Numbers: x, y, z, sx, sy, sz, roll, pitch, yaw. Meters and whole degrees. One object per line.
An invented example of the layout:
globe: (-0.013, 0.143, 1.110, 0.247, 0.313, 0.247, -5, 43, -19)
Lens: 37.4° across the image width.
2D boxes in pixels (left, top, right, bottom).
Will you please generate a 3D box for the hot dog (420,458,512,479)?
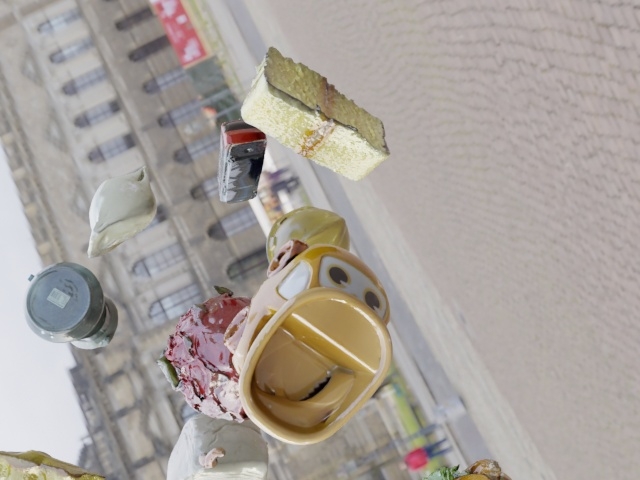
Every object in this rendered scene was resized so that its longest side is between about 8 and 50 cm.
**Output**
hot dog: (0.162, 0.428, 1.374, 0.135, 0.337, 0.100, 15, -147, -37)

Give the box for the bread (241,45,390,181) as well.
bread: (-0.005, -0.211, 1.659, 0.266, 0.141, 0.178, 27, -168, -15)

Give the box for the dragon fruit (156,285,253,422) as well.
dragon fruit: (-0.156, 0.223, 1.794, 0.299, 0.244, 0.244, 25, -155, -37)

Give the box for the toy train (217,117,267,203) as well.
toy train: (-0.169, -0.170, 1.978, 0.409, 0.086, 0.089, 117, 144, -75)

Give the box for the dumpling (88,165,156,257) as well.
dumpling: (-0.433, -0.043, 2.028, 0.179, 0.132, 0.252, -60, 7, 42)

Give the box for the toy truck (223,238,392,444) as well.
toy truck: (-0.015, 0.148, 1.441, 0.204, 0.288, 0.212, 37, 177, -17)

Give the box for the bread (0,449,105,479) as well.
bread: (-0.604, 0.511, 2.067, 0.233, 0.088, 0.160, 13, 161, 22)

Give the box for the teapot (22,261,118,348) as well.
teapot: (-0.542, 0.142, 2.043, 0.203, 0.171, 0.225, 35, 169, 12)

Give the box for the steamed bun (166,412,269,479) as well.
steamed bun: (-0.271, 0.570, 2.463, 0.383, 0.247, 0.236, 112, 159, -48)

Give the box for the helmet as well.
helmet: (0.000, 0.000, 2.252, 0.205, 0.257, 0.140, 48, 141, -7)

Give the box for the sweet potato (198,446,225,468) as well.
sweet potato: (-0.251, 0.498, 2.148, 0.044, 0.044, 0.179, 64, 156, 11)
